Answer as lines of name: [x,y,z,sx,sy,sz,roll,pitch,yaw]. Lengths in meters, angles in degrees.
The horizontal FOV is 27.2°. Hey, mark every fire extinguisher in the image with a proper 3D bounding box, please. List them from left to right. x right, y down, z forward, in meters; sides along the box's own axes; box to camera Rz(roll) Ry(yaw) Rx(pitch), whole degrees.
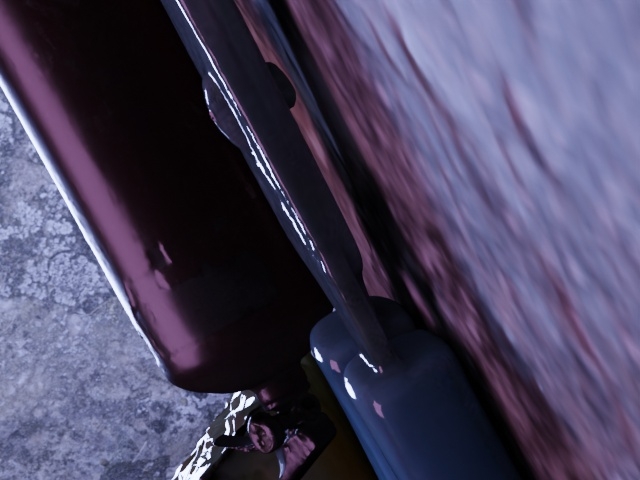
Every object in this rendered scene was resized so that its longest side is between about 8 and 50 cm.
fire extinguisher: [-0.064,-0.025,0.483,0.089,0.072,0.267,-29,90,47]

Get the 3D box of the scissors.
scissors: [0.000,0.000,0.343,0.447,0.029,0.192,62,172,-17]

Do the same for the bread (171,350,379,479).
bread: [-0.027,0.272,0.633,0.264,0.395,0.239,36,-169,2]
